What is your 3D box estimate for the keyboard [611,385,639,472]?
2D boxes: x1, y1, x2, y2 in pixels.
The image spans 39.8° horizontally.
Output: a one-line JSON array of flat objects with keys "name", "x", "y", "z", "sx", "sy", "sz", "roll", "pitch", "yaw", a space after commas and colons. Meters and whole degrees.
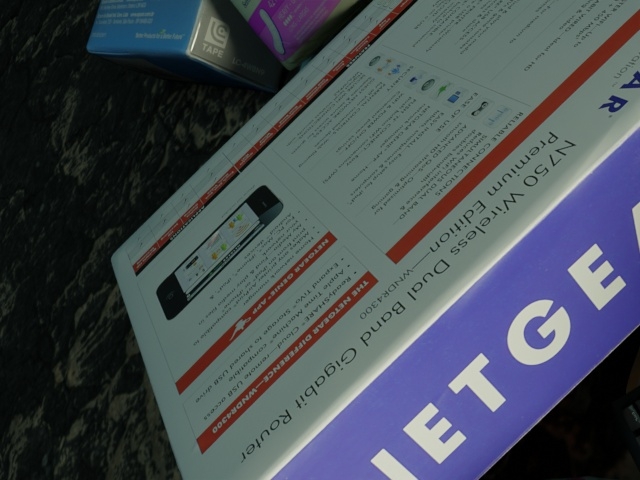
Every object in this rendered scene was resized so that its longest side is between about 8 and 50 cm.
[{"name": "keyboard", "x": 0.200, "y": 0.128, "z": 0.367, "sx": 0.108, "sy": 0.023, "sz": 0.180, "roll": -44, "pitch": 56, "yaw": 37}]

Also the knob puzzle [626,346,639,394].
[{"name": "knob puzzle", "x": 0.224, "y": 0.051, "z": 0.403, "sx": 0.213, "sy": 0.030, "sz": 0.213, "roll": -26, "pitch": 54, "yaw": 42}]

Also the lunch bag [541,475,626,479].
[{"name": "lunch bag", "x": 0.144, "y": 0.215, "z": 0.334, "sx": 0.279, "sy": 0.107, "sz": 0.224, "roll": -9, "pitch": 83, "yaw": 54}]

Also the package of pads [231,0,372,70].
[{"name": "package of pads", "x": -0.023, "y": -0.275, "z": 0.623, "sx": 0.101, "sy": 0.229, "sz": 0.296, "roll": -41, "pitch": 5, "yaw": -23}]

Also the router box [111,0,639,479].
[{"name": "router box", "x": 0.046, "y": -0.024, "z": 0.488, "sx": 0.335, "sy": 0.082, "sz": 0.301, "roll": -44, "pitch": 29, "yaw": 1}]

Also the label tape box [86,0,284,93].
[{"name": "label tape box", "x": -0.098, "y": -0.335, "z": 0.894, "sx": 0.249, "sy": 0.115, "sz": 0.348, "roll": 18, "pitch": 90, "yaw": 53}]

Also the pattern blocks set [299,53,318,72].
[{"name": "pattern blocks set", "x": 0.000, "y": 0.000, "z": 0.698, "sx": 0.285, "sy": 0.026, "sz": 0.325, "roll": 21, "pitch": 89, "yaw": 52}]
